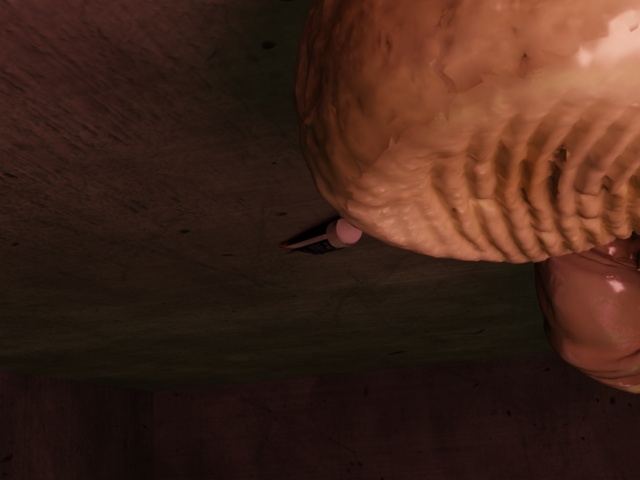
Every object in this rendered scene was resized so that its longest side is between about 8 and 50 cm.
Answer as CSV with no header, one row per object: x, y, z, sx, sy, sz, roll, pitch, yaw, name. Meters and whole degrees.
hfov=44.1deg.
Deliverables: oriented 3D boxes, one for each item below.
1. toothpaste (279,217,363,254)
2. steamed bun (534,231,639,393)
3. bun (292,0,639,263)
0.000,0.000,1.257,0.071,0.045,0.193,12,165,-22,toothpaste
0.503,0.110,1.246,0.367,0.255,0.342,4,-173,-32,steamed bun
0.159,-0.124,0.506,0.352,0.227,0.349,-9,163,10,bun
